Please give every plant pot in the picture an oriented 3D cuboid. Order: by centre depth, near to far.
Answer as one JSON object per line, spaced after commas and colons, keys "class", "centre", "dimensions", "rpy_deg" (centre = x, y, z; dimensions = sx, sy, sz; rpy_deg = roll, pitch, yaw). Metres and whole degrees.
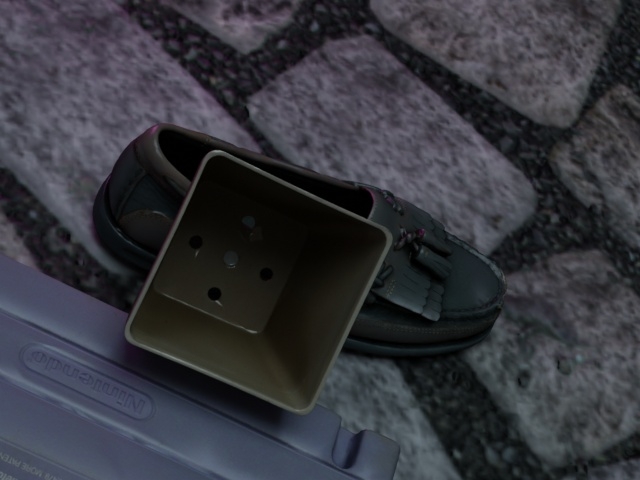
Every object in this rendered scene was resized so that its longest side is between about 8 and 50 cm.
{"class": "plant pot", "centre": [-0.040, 0.017, 0.845], "dimensions": [0.109, 0.096, 0.109], "rpy_deg": [25, 92, -14]}

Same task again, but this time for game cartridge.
{"class": "game cartridge", "centre": [-0.147, 0.131, 0.790], "dimensions": [0.355, 0.068, 0.230], "rpy_deg": [27, 53, -8]}

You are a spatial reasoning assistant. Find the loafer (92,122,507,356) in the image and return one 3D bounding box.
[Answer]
{"class": "loafer", "centre": [0.000, 0.000, 0.937], "dimensions": [0.267, 0.084, 0.096], "rpy_deg": [15, 50, -17]}
